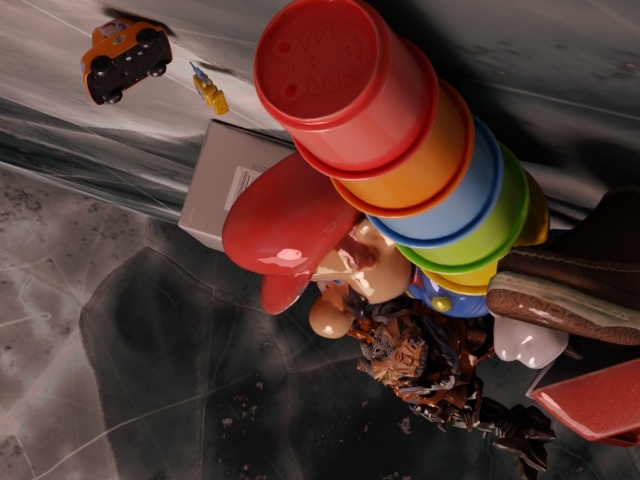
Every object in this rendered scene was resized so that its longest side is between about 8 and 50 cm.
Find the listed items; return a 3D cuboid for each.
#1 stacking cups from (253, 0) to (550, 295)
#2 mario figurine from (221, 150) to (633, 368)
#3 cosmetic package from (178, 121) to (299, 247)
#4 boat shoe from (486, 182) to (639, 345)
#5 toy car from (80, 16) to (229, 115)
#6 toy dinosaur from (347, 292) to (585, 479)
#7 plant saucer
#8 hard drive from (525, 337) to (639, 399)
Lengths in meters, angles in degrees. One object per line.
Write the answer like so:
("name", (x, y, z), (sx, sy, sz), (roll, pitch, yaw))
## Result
("stacking cups", (0.057, -0.045, 0.656), (0.096, 0.096, 0.316), (15, 172, 20))
("mario figurine", (0.078, 0.035, 0.924), (0.320, 0.170, 0.198), (12, 151, -17))
("cosmetic package", (-0.048, -0.030, 1.138), (0.127, 0.107, 0.238), (17, 179, 0))
("boat shoe", (0.176, 0.010, 0.756), (0.095, 0.095, 0.257), (13, -178, 29))
("toy car", (-0.108, -0.100, 0.761), (0.040, 0.060, 0.122), (50, -177, 25))
("toy dinosaur", (0.119, 0.091, 1.110), (0.218, 0.164, 0.322), (18, -157, 4))
("plant saucer", (0.315, 0.110, 0.954), (0.259, 0.048, 0.258), (-20, 163, 17))
("hard drive", (0.331, 0.125, 1.279), (0.172, 0.054, 0.254), (20, -156, 24))
